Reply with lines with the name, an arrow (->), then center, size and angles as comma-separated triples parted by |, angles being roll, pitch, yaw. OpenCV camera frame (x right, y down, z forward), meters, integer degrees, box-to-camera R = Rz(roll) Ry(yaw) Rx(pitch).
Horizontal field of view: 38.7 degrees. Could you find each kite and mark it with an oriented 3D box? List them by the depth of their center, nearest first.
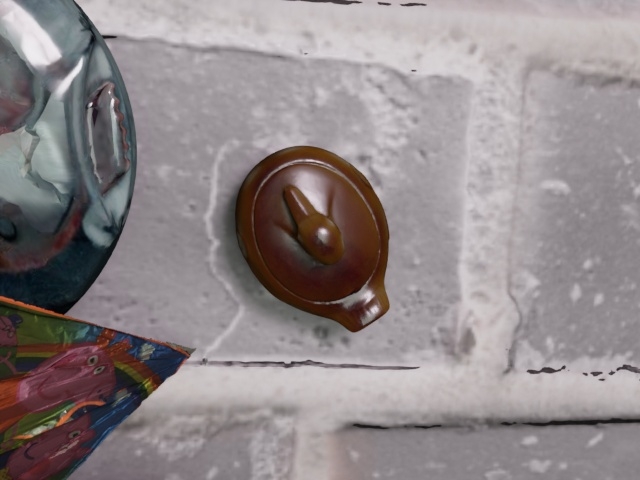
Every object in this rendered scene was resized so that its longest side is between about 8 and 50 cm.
kite -> -0.169, 0.110, 0.553 | 0.234, 0.016, 0.321 | -21, 147, -34

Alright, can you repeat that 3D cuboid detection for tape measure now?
tape measure -> -0.238, -0.058, 0.509 | 0.256, 0.147, 0.275 | -28, 103, -5

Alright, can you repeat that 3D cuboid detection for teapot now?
teapot -> 0.000, 0.000, 0.600 | 0.098, 0.078, 0.129 | -30, 104, -5
